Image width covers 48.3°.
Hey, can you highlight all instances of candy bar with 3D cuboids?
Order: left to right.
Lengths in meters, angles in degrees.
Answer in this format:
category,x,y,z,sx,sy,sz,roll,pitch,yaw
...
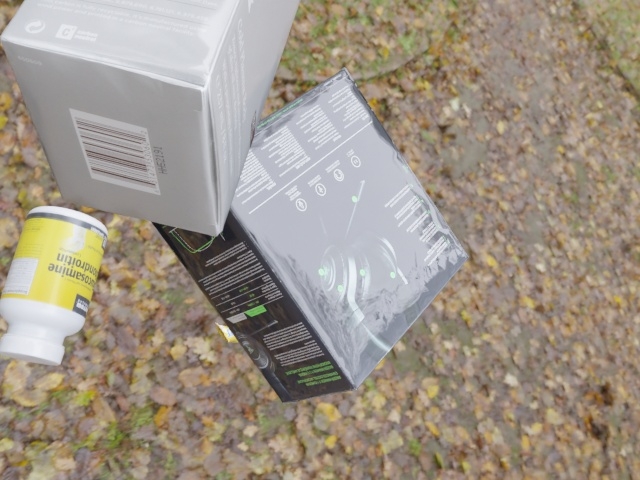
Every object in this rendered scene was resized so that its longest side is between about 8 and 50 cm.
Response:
category,x,y,z,sx,sy,sz,roll,pitch,yaw
candy bar,-0.162,0.171,1.309,0.040,0.018,0.161,51,1,11

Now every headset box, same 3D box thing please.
category,x,y,z,sx,sy,sz,roll,pitch,yaw
headset box,0.000,0.000,0.773,0.283,0.131,0.246,55,49,-8

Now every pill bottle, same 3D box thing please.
category,x,y,z,sx,sy,sz,roll,pitch,yaw
pill bottle,-0.338,0.058,0.893,0.103,0.103,0.184,21,68,-31

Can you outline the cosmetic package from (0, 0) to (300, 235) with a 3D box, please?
category,x,y,z,sx,sy,sz,roll,pitch,yaw
cosmetic package,-0.072,-0.138,0.408,0.107,0.127,0.238,14,59,5
